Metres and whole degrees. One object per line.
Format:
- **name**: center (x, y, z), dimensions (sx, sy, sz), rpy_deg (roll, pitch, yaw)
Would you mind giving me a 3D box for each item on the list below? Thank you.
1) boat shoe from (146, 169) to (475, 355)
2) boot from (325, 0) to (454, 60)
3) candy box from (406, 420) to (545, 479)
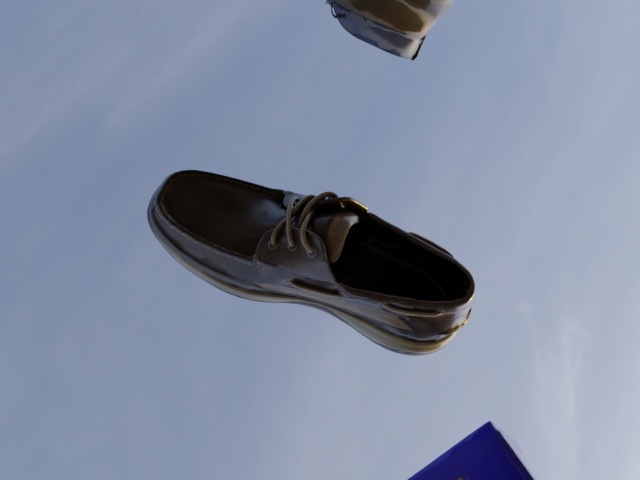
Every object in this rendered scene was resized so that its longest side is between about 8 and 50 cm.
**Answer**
- **boat shoe**: center (0.000, 0.000, 0.843), dimensions (0.355, 0.130, 0.132), rpy_deg (20, -122, -7)
- **boot**: center (0.016, -0.225, 0.690), dimensions (0.219, 0.106, 0.082), rpy_deg (13, -147, -18)
- **candy box**: center (0.155, 0.407, 0.912), dimensions (0.317, 0.122, 0.268), rpy_deg (-39, -124, 10)
